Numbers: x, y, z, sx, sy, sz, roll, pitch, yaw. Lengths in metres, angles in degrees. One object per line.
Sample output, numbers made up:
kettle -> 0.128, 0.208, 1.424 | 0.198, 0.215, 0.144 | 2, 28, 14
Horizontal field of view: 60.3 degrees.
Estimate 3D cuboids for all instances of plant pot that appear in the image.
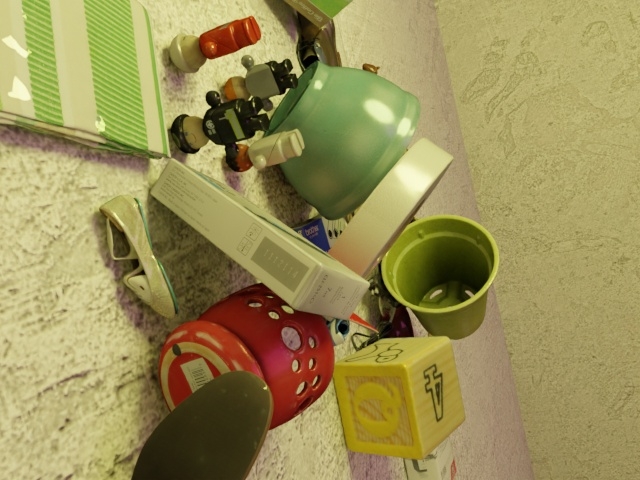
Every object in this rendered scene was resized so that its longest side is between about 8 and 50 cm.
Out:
plant pot -> 0.317, 0.120, 1.396 | 0.254, 0.276, 0.276 | 62, 30, -49
plant pot -> -0.104, 0.166, 0.728 | 0.174, 0.191, 0.191 | -21, 99, -55
plant pot -> 0.018, -0.213, 1.051 | 0.196, 0.293, 0.293 | 34, 45, -20

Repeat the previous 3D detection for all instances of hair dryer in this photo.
hair dryer -> 0.159, 0.247, 1.378 | 0.293, 0.080, 0.223 | 45, 54, -38

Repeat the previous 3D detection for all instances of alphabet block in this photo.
alphabet block -> 0.167, 0.321, 1.161 | 0.197, 0.192, 0.193 | -12, 89, -50

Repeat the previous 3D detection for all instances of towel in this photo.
towel -> -0.309, -0.229, 0.630 | 0.325, 0.038, 0.247 | 4, 75, -61

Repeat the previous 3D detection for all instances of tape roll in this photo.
tape roll -> 0.111, -0.018, 1.054 | 0.072, 0.392, 0.392 | 38, 27, 8

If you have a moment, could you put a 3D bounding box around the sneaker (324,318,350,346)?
sneaker -> 0.039, 0.169, 1.150 | 0.053, 0.059, 0.144 | 62, 29, -27

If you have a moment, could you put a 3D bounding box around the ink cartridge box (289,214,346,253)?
ink cartridge box -> 0.000, 0.000, 1.151 | 0.207, 0.046, 0.097 | -31, 107, -63

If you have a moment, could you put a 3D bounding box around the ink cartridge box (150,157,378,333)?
ink cartridge box -> -0.058, 0.012, 0.783 | 0.066, 0.296, 0.261 | -57, 149, 3

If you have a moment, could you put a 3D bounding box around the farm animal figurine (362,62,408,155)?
farm animal figurine -> 0.146, -0.296, 1.415 | 0.326, 0.172, 0.330 | 61, 31, -33

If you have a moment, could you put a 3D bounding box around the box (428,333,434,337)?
box -> 0.399, 0.349, 1.854 | 0.164, 0.021, 0.201 | 9, 72, -63

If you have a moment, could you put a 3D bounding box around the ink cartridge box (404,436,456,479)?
ink cartridge box -> 0.284, 0.549, 1.464 | 0.159, 0.092, 0.217 | -17, 98, -64

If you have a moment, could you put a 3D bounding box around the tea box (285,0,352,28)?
tea box -> 0.036, -0.688, 1.122 | 0.220, 0.324, 0.328 | 25, 54, -33

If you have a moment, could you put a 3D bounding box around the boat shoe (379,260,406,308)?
boat shoe -> 0.200, 0.077, 1.483 | 0.079, 0.084, 0.233 | -56, 133, -56

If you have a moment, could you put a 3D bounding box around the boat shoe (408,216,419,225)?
boat shoe -> 0.227, -0.015, 1.532 | 0.324, 0.120, 0.122 | 56, 34, -39

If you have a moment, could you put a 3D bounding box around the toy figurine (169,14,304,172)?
toy figurine -> -0.132, -0.217, 0.871 | 0.209, 0.148, 0.212 | 22, 58, -67

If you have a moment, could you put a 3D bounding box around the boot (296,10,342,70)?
boot -> -0.012, -0.463, 1.264 | 0.219, 0.082, 0.106 | 66, 28, -24

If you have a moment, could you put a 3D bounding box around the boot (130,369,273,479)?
boot -> -0.139, 0.280, 0.601 | 0.305, 0.112, 0.115 | -59, 152, -4

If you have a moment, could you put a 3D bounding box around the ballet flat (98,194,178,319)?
ballet flat -> -0.230, 0.027, 0.686 | 0.052, 0.057, 0.168 | -24, 99, -35

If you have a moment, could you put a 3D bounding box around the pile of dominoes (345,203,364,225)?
pile of dominoes -> 0.095, -0.113, 1.312 | 0.251, 0.040, 0.195 | 64, 29, -59
